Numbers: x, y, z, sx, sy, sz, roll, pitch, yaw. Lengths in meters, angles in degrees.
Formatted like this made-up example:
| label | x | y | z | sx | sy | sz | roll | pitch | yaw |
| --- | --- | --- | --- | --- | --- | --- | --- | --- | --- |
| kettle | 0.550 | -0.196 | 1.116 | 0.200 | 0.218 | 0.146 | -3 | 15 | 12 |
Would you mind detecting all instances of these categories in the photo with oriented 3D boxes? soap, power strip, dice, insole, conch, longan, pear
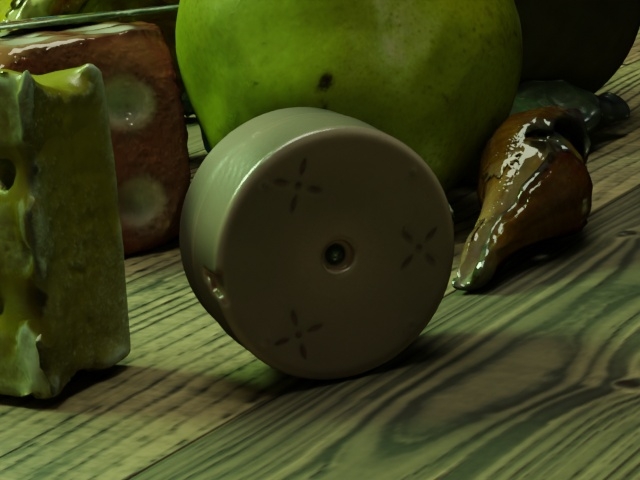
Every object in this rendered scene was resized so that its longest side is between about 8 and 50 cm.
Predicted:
| label | x | y | z | sx | sy | sz | roll | pitch | yaw |
| --- | --- | --- | --- | --- | --- | --- | --- | --- | --- |
| soap | -0.274 | -0.011 | 1.062 | 0.315 | 0.199 | 0.091 | 0 | 9 | 31 |
| power strip | 0.000 | 0.000 | 0.981 | 0.154 | 0.154 | 0.078 | -12 | 16 | -19 |
| dice | -0.207 | -0.082 | 1.339 | 0.174 | 0.179 | 0.175 | -10 | 17 | -16 |
| insole | -0.192 | -0.184 | 1.383 | 0.193 | 0.006 | 0.065 | -12 | 12 | -29 |
| conch | 0.152 | -0.030 | 1.196 | 0.086 | 0.080 | 0.233 | -34 | 23 | 27 |
| longan | 0.144 | -0.249 | 1.562 | 0.288 | 0.288 | 0.350 | 11 | -19 | 49 |
| pear | 0.021 | -0.154 | 1.298 | 0.294 | 0.294 | 0.294 | -6 | 14 | 2 |

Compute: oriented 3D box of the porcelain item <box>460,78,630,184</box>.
| label | x | y | z | sx | sy | sz | roll | pitch | yaw |
| --- | --- | --- | --- | --- | --- | --- | --- | --- | --- |
| porcelain item | 0.190 | -0.107 | 1.471 | 0.215 | 0.069 | 0.081 | -15 | 40 | -41 |

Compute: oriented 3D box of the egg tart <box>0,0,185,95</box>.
| label | x | y | z | sx | sy | sz | roll | pitch | yaw |
| --- | --- | --- | --- | --- | --- | --- | --- | --- | --- |
| egg tart | -0.220 | -0.185 | 1.534 | 0.116 | 0.295 | 0.295 | 30 | 31 | 23 |

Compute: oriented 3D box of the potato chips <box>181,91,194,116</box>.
| label | x | y | z | sx | sy | sz | roll | pitch | yaw |
| --- | --- | --- | --- | --- | --- | --- | --- | --- | --- |
| potato chips | -0.234 | -0.151 | 1.856 | 0.228 | 0.059 | 0.167 | -8 | 5 | -6 |

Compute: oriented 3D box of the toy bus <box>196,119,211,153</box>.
| label | x | y | z | sx | sy | sz | roll | pitch | yaw |
| --- | --- | --- | --- | --- | --- | --- | --- | --- | --- |
| toy bus | -0.038 | -0.153 | 1.665 | 0.133 | 0.116 | 0.234 | 0 | 15 | 16 |
